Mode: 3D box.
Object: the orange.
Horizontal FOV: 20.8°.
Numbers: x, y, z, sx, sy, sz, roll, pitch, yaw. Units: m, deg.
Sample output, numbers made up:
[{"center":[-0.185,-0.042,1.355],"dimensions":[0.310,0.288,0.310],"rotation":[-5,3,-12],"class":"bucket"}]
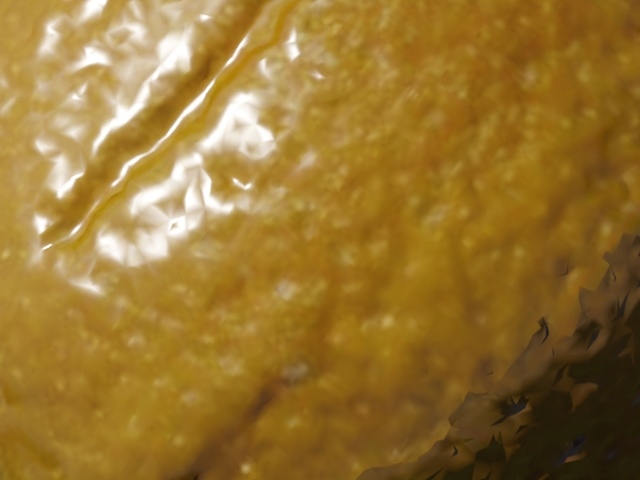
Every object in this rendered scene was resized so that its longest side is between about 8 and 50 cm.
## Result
[{"center":[0.000,0.000,0.607],"dimensions":[0.322,0.322,0.357],"rotation":[40,81,12],"class":"orange"}]
